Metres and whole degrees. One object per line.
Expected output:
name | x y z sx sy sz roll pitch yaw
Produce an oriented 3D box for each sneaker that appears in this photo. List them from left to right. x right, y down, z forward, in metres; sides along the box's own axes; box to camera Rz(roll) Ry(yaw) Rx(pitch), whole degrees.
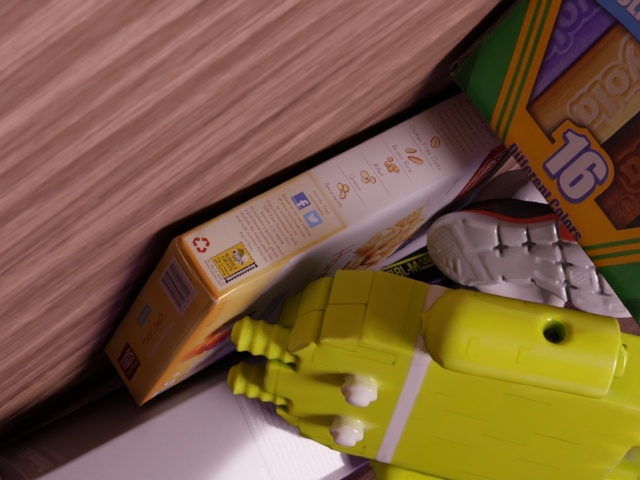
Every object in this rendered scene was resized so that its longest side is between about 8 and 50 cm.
sneaker | 0.144 -0.002 0.900 0.065 0.157 0.061 -45 140 -50

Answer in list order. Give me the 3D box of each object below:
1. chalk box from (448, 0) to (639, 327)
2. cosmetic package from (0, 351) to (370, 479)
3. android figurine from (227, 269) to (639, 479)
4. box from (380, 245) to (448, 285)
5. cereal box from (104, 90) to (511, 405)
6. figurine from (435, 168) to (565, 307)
chalk box | 0.246 -0.120 0.770 0.180 0.179 0.289 -21 162 -49
cosmetic package | -0.075 0.130 0.963 0.238 0.107 0.127 -24 -170 -23
android figurine | 0.082 0.090 0.838 0.248 0.272 0.056 105 -2 -62
box | -0.001 0.076 1.199 0.190 0.045 0.184 -42 164 34
cereal box | 0.000 0.000 0.891 0.240 0.047 0.173 -28 168 -29
figurine | 0.136 -0.001 1.091 0.215 0.092 0.209 -56 179 40
